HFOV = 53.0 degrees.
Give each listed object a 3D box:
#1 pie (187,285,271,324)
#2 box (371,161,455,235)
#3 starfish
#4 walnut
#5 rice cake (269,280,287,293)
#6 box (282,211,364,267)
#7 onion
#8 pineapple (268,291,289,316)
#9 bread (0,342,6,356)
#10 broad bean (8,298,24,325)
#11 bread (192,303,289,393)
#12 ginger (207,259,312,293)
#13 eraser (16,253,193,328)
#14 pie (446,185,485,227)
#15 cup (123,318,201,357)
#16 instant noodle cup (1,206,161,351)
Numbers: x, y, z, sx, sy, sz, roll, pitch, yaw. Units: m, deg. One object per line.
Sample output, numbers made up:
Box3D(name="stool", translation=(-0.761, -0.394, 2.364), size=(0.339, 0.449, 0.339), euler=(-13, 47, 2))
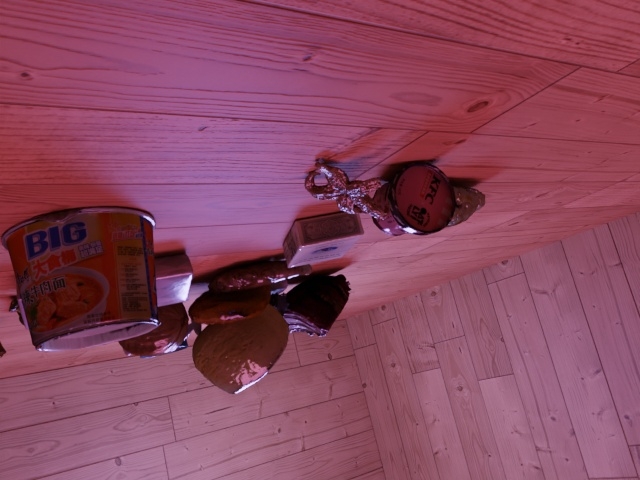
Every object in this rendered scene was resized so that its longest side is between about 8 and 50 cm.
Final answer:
Box3D(name="pie", translation=(-0.279, 0.186, 1.969), size=(0.273, 0.069, 0.273), euler=(-8, -160, 3))
Box3D(name="box", translation=(0.188, -0.079, 1.374), size=(0.151, 0.151, 0.135), euler=(-8, 176, -26))
Box3D(name="starfish", translation=(0.051, -0.092, 1.247), size=(0.150, 0.053, 0.209), euler=(-14, 146, 26))
Box3D(name="walnut", translation=(-0.509, 0.247, 1.914), size=(0.228, 0.228, 0.228), euler=(-13, 168, -3))
Box3D(name="rice cake", translation=(-0.184, 0.185, 2.362), size=(0.085, 0.040, 0.226), euler=(-9, 167, -20))
Box3D(name="box", translation=(0.000, -0.001, 1.676), size=(0.164, 0.069, 0.256), euler=(-11, 168, -14))
Box3D(name="onion", translation=(-0.045, 0.212, 2.369), size=(0.314, 0.280, 0.146), euler=(-14, 128, 48))
Box3D(name="pineapple", translation=(-0.236, 0.247, 2.276), size=(0.279, 0.157, 0.158), euler=(-12, 168, 15))
Box3D(name="bread", translation=(-1.017, 0.314, 1.808), size=(0.247, 0.135, 0.232), euler=(-20, 167, 23))
Box3D(name="broad bean", translation=(-0.790, 0.193, 1.719), size=(0.052, 0.052, 0.256), euler=(27, 158, -6))
Box3D(name="bread", translation=(-0.257, 0.336, 2.085), size=(0.320, 0.237, 0.320), euler=(-38, 179, 0))
Box3D(name="ginger", translation=(-0.185, 0.100, 1.912), size=(0.333, 0.080, 0.166), euler=(-16, -174, 5))
Box3D(name="eraser", translation=(-0.522, 0.125, 1.580), size=(0.397, 0.082, 0.213), euler=(-9, 153, -21))
Box3D(name="pie", translation=(0.293, -0.077, 1.606), size=(0.248, 0.090, 0.201), euler=(2, 163, -41))
Box3D(name="cup", translation=(-0.532, 0.287, 2.127), size=(0.300, 0.173, 0.167), euler=(-18, 166, 13))
Box3D(name="instant noodle cup", translation=(-0.440, 0.084, 1.232), size=(0.296, 0.214, 0.296), euler=(-14, 168, -3))
